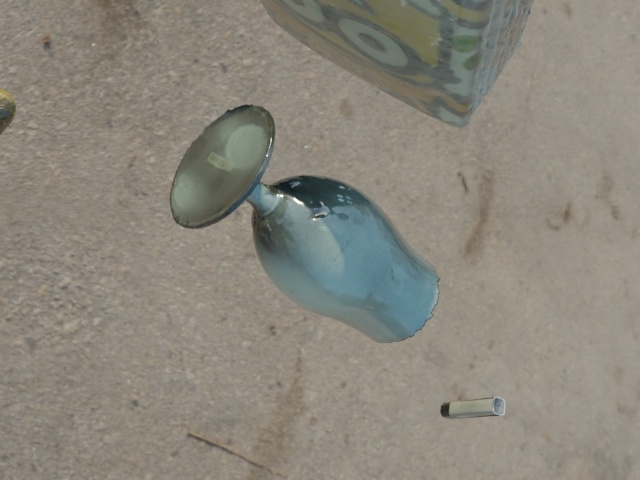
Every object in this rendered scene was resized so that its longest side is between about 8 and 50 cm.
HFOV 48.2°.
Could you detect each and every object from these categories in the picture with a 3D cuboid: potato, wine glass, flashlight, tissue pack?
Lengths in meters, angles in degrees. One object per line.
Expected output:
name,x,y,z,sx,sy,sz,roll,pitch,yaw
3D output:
potato,-0.359,-0.125,0.757,0.045,0.092,0.046,49,31,-9
wine glass,0.000,0.000,0.494,0.202,0.092,0.093,35,68,-41
flashlight,0.166,0.184,0.785,0.018,0.083,0.018,23,64,-26
tissue pack,0.040,-0.215,0.510,0.128,0.228,0.311,-56,169,0
